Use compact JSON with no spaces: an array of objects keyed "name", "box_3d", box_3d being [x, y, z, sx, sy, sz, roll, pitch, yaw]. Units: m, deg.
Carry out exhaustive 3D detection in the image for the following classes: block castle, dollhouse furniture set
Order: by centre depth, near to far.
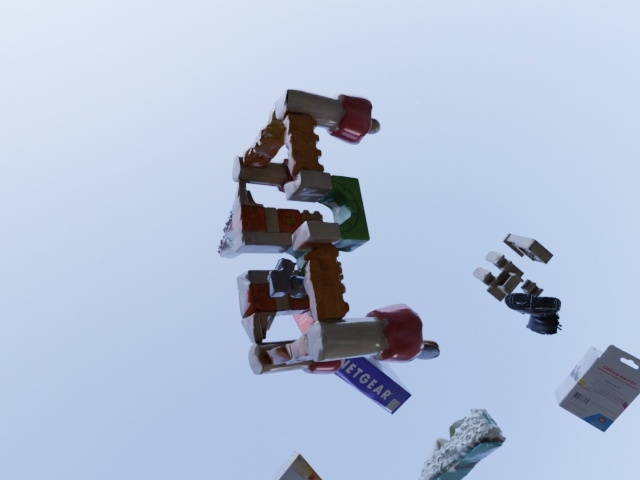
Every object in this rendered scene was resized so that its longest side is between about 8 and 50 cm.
[{"name":"block castle","box_3d":[0.000,0.000,0.732,0.213,0.303,0.453,2,-112,-31]},{"name":"dollhouse furniture set","box_3d":[0.708,0.107,1.550,0.212,0.161,0.242,38,-88,-10]}]

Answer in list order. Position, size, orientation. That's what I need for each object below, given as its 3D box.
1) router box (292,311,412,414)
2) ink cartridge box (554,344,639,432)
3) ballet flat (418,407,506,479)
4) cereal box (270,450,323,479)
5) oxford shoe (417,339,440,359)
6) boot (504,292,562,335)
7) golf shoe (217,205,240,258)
[{"name":"router box","box_3d":[0.072,0.299,1.186,0.082,0.301,0.335,-45,-60,2]},{"name":"ink cartridge box","box_3d":[0.612,0.306,0.899,0.104,0.061,0.181,30,-69,12]},{"name":"ballet flat","box_3d":[0.436,0.673,1.333,0.147,0.409,0.147,18,-145,-13]},{"name":"cereal box","box_3d":[-0.099,0.797,1.256,0.240,0.047,0.173,-43,-79,-30]},{"name":"oxford shoe","box_3d":[0.249,0.279,1.148,0.076,0.212,0.076,45,-118,-17]},{"name":"boot","box_3d":[0.481,0.168,0.941,0.121,0.099,0.045,2,-136,23]},{"name":"golf shoe","box_3d":[-0.179,-0.007,1.050,0.140,0.306,0.115,20,-110,-13]}]
